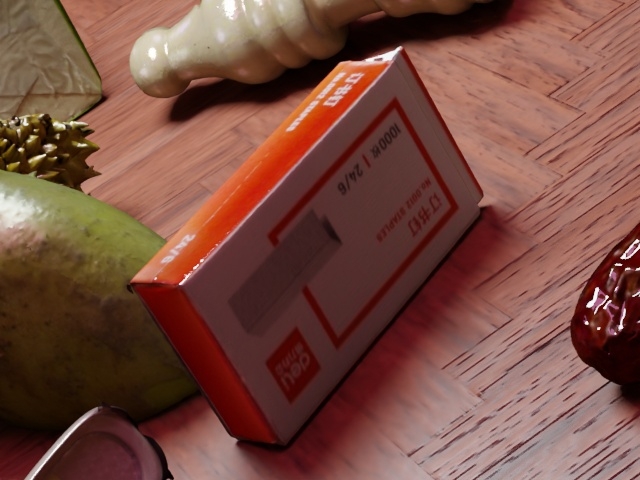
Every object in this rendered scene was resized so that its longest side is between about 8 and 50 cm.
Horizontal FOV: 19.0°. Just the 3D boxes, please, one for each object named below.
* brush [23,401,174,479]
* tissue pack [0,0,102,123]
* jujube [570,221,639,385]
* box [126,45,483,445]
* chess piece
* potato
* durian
[{"bbox_3d":[-0.182,0.215,0.994,0.067,0.072,0.313,-33,18,51],"label":"brush"},{"bbox_3d":[-0.340,-0.193,1.685,0.167,0.200,0.275,-35,28,-15],"label":"tissue pack"},{"bbox_3d":[0.183,0.021,0.960,0.129,0.077,0.077,-41,27,0],"label":"jujube"},{"bbox_3d":[0.000,0.000,1.113,0.050,0.123,0.229,-1,37,47],"label":"box"},{"bbox_3d":[-0.014,-0.183,1.472,0.307,0.124,0.139,-23,64,20],"label":"chess piece"},{"bbox_3d":[-0.196,0.037,1.205,0.298,0.176,0.141,19,57,24],"label":"potato"},{"bbox_3d":[-0.269,-0.008,1.382,0.250,0.183,0.138,-22,61,10],"label":"durian"}]
